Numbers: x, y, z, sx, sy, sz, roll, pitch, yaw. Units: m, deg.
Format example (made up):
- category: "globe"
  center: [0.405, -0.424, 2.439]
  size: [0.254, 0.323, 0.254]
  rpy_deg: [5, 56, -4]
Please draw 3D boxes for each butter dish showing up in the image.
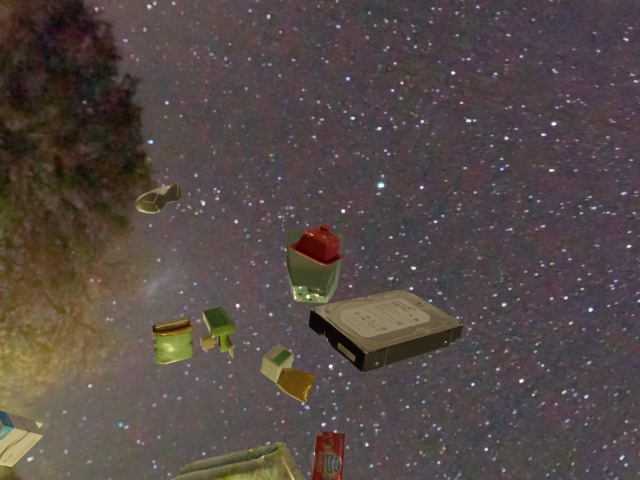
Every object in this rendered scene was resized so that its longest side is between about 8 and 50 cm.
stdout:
- category: "butter dish"
  center: [0.000, 0.000, 1.708]
  size: [0.160, 0.160, 0.118]
  rpy_deg: [25, -71, 19]

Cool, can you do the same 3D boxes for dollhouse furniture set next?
- category: "dollhouse furniture set"
  center: [-0.505, 0.411, 2.012]
  size: [0.151, 0.301, 0.198]
  rpy_deg: [39, -47, 54]

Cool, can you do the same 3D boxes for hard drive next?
- category: "hard drive"
  center: [0.171, 0.220, 1.312]
  size: [0.237, 0.339, 0.064]
  rpy_deg: [32, -60, 50]

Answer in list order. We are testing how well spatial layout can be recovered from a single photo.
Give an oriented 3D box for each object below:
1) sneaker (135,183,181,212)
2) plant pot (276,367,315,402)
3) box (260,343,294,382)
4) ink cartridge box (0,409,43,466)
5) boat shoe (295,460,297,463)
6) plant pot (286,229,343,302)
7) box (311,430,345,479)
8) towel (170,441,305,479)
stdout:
- category: "sneaker"
  center: [-0.424, -0.104, 1.289]
  size: [0.061, 0.152, 0.054]
  rpy_deg: [-2, -73, 24]
- category: "plant pot"
  center: [-0.076, 0.401, 1.426]
  size: [0.081, 0.083, 0.081]
  rpy_deg: [-68, -165, -16]
- category: "box"
  center: [-0.177, 0.499, 2.055]
  size: [0.087, 0.101, 0.102]
  rpy_deg: [29, -53, 23]
- category: "ink cartridge box"
  center: [-0.783, 0.500, 1.266]
  size: [0.060, 0.104, 0.180]
  rpy_deg: [36, -16, 29]
- category: "boat shoe"
  center: [-0.126, 0.789, 1.678]
  size: [0.228, 0.080, 0.076]
  rpy_deg: [115, -20, -46]
- category: "plant pot"
  center: [-0.033, 0.129, 2.194]
  size: [0.247, 0.247, 0.252]
  rpy_deg: [89, 4, -57]
- category: "box"
  center: [0.029, 0.919, 2.031]
  size: [0.128, 0.122, 0.257]
  rpy_deg: [94, 3, -46]
- category: "towel"
  center: [-0.176, 0.701, 1.311]
  size: [0.374, 0.090, 0.321]
  rpy_deg: [-22, -76, 23]
